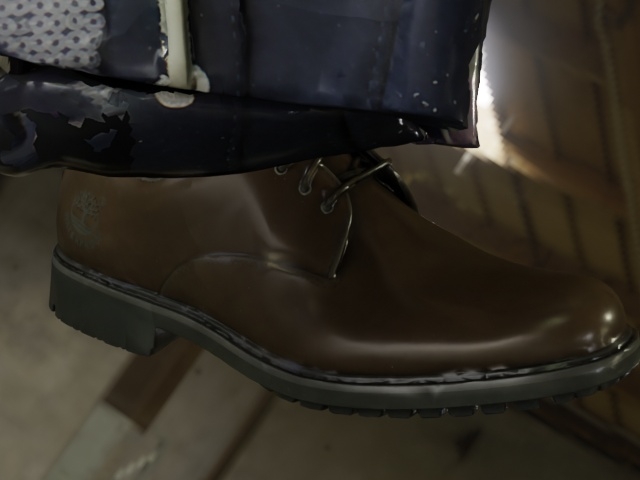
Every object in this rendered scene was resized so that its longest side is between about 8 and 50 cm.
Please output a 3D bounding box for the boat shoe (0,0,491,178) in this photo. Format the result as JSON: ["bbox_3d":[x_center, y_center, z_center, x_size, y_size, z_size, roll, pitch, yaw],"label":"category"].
[{"bbox_3d":[-0.013,-0.176,0.441,0.158,0.341,0.127,7,0,7],"label":"boat shoe"}]

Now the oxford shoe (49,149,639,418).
[{"bbox_3d":[0.000,0.000,0.592,0.227,0.083,0.096,13,-69,26],"label":"oxford shoe"}]
